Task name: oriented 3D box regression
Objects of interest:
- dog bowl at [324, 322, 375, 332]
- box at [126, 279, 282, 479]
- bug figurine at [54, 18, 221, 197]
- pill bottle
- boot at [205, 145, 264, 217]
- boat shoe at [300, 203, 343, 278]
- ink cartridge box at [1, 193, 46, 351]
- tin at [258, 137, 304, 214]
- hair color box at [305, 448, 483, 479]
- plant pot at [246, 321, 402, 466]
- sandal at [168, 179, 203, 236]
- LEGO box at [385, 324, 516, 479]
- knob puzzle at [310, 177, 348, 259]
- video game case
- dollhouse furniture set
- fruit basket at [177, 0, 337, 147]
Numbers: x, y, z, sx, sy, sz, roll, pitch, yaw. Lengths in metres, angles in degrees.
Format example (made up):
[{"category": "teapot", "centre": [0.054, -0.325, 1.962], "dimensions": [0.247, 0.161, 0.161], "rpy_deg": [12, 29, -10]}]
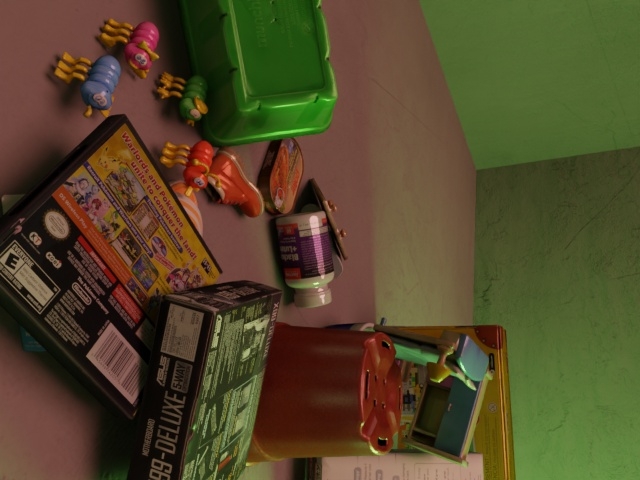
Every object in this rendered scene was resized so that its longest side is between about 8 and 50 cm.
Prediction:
[{"category": "dog bowl", "centre": [0.076, 0.328, 1.306], "dimensions": [0.265, 0.104, 0.264], "rpy_deg": [25, 62, -60]}, {"category": "box", "centre": [-0.153, 0.217, 0.769], "dimensions": [0.242, 0.077, 0.307], "rpy_deg": [-5, 108, -75]}, {"category": "bug figurine", "centre": [-0.233, -0.201, 0.805], "dimensions": [0.279, 0.072, 0.216], "rpy_deg": [42, 40, -48]}, {"category": "pill bottle", "centre": [-0.029, 0.039, 1.168], "dimensions": [0.108, 0.108, 0.193], "rpy_deg": [-19, 102, -63]}, {"category": "boot", "centre": [-0.160, -0.083, 0.998], "dimensions": [0.084, 0.059, 0.158], "rpy_deg": [-61, 140, -30]}, {"category": "boat shoe", "centre": [0.000, 0.000, 1.301], "dimensions": [0.083, 0.065, 0.183], "rpy_deg": [-84, 154, -83]}, {"category": "ink cartridge box", "centre": [-0.303, 0.030, 0.660], "dimensions": [0.104, 0.062, 0.181], "rpy_deg": [-15, 99, -63]}, {"category": "tin", "centre": [-0.082, -0.138, 1.180], "dimensions": [0.106, 0.040, 0.189], "rpy_deg": [52, 40, -41]}, {"category": "hair color box", "centre": [0.159, 0.545, 1.181], "dimensions": [0.113, 0.375, 0.185], "rpy_deg": [142, -47, -66]}, {"category": "plant pot", "centre": [-0.010, 0.266, 0.979], "dimensions": [0.272, 0.265, 0.272], "rpy_deg": [22, 65, -61]}, {"category": "sandal", "centre": [-0.222, 0.015, 0.812], "dimensions": [0.102, 0.076, 0.265], "rpy_deg": [62, 33, -38]}, {"category": "LEGO box", "centre": [0.296, 0.473, 1.431], "dimensions": [0.193, 0.373, 0.499], "rpy_deg": [30, 58, -63]}, {"category": "knob puzzle", "centre": [0.035, -0.040, 1.299], "dimensions": [0.213, 0.030, 0.213], "rpy_deg": [157, -90, -89]}, {"category": "video game case", "centre": [-0.241, 0.033, 0.664], "dimensions": [0.248, 0.035, 0.274], "rpy_deg": [-64, 143, -40]}, {"category": "dollhouse furniture set", "centre": [0.168, 0.288, 1.102], "dimensions": [0.303, 0.287, 0.198], "rpy_deg": [45, 61, -48]}, {"category": "fruit basket", "centre": [-0.107, -0.364, 1.011], "dimensions": [0.392, 0.283, 0.391], "rpy_deg": [168, -90, -73]}]
